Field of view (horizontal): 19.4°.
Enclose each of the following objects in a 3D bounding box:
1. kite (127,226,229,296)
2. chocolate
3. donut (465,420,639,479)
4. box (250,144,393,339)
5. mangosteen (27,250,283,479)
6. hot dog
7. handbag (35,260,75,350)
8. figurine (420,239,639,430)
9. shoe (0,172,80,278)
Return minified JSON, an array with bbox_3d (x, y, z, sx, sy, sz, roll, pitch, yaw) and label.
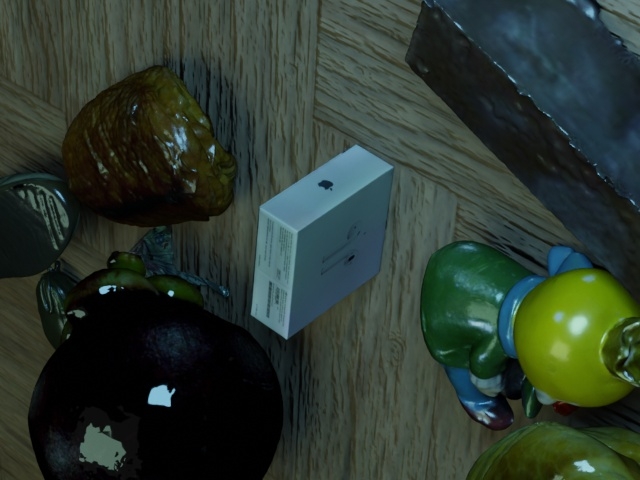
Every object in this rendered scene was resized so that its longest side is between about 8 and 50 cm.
[{"bbox_3d":[-0.152,0.035,1.963,0.157,0.011,0.139,17,133,40],"label":"kite"},{"bbox_3d":[0.196,-0.086,1.423,0.321,0.112,0.112,47,152,9],"label":"chocolate"},{"bbox_3d":[0.226,0.324,1.570,0.360,0.170,0.360,11,104,55],"label":"donut"},{"bbox_3d":[0.000,0.000,1.669,0.051,0.129,0.130,34,138,27],"label":"box"},{"bbox_3d":[-0.174,0.149,1.899,0.275,0.275,0.302,-53,47,52],"label":"mangosteen"},{"bbox_3d":[-0.164,-0.081,1.809,0.227,0.099,0.160,-5,114,50],"label":"hot dog"},{"bbox_3d":[-0.289,0.079,2.111,0.072,0.047,0.111,10,125,50],"label":"handbag"},{"bbox_3d":[0.194,0.095,1.537,0.234,0.127,0.185,14,128,38],"label":"figurine"},{"bbox_3d":[-0.336,-0.024,2.045,0.275,0.098,0.103,-12,116,48],"label":"shoe"}]
